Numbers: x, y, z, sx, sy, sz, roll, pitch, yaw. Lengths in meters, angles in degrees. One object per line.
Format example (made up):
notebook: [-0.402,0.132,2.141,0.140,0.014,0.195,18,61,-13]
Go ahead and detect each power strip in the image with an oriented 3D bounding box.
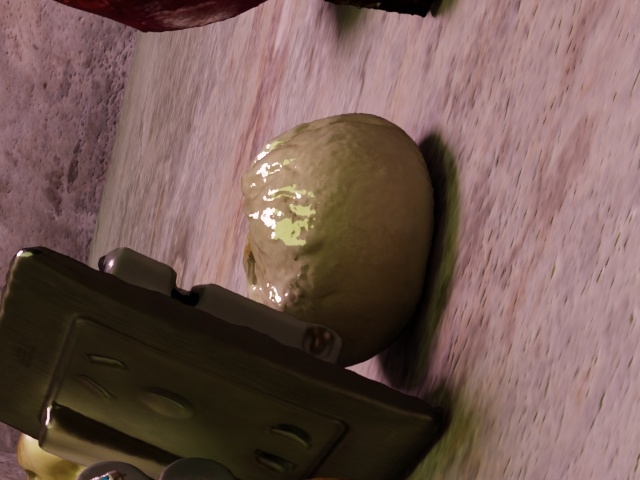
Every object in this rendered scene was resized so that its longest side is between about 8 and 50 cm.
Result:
power strip: [-0.071,0.083,1.169,0.251,0.257,0.092,121,169,-55]

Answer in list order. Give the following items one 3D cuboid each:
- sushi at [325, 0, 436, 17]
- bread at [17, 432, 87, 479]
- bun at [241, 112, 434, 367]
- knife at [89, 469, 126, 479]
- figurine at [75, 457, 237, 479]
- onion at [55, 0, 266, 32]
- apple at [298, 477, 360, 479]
sushi: [0.036,-0.185,1.255,0.094,0.084,0.098,-108,25,-60]
bread: [-0.151,0.234,1.748,0.251,0.133,0.174,28,120,32]
bun: [0.000,0.000,1.217,0.188,0.111,0.164,-158,74,-75]
knife: [-0.042,0.279,1.012,0.089,0.043,0.365,-45,62,32]
figurine: [-0.104,0.296,1.234,0.205,0.224,0.382,-116,43,-56]
onion: [-0.074,-0.369,1.495,0.420,0.398,0.398,-6,71,38]
apple: [0.015,0.201,0.818,0.237,0.207,0.237,14,105,63]
